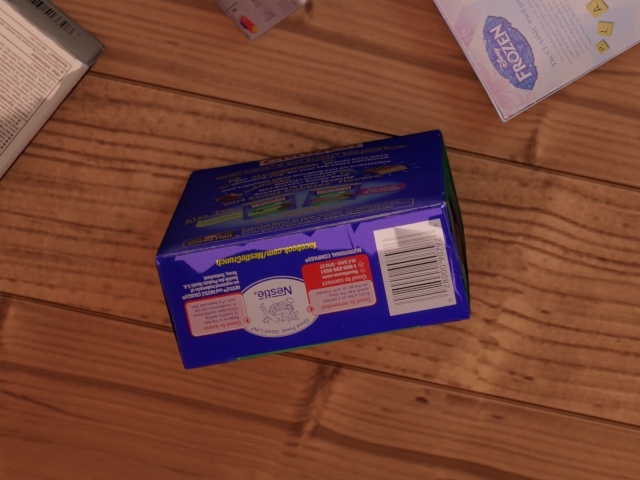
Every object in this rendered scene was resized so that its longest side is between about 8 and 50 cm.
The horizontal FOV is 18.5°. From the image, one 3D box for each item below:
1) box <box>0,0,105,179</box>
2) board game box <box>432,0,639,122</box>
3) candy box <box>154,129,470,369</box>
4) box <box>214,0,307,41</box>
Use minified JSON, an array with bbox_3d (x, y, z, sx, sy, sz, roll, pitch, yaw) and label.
[{"bbox_3d":[-0.345,-0.141,1.939,0.148,0.127,0.232,39,103,-8],"label":"box"},{"bbox_3d":[0.232,-0.331,1.897,0.318,0.066,0.319,-30,102,8],"label":"board game box"},{"bbox_3d":[0.000,0.000,1.866,0.268,0.317,0.122,-10,106,6],"label":"candy box"},{"bbox_3d":[-0.095,-0.286,1.885,0.186,0.145,0.038,47,68,-8],"label":"box"}]
